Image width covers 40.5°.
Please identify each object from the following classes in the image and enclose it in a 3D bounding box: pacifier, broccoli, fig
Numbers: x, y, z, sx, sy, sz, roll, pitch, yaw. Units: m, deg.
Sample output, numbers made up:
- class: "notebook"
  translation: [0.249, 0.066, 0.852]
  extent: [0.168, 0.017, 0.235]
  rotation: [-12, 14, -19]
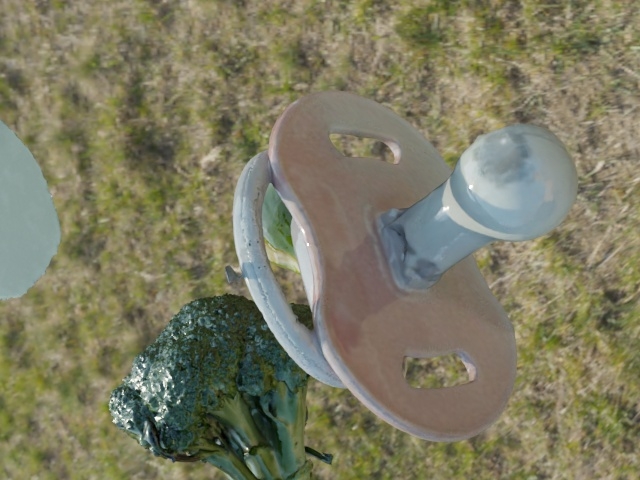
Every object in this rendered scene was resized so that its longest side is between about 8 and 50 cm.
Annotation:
- class: "pacifier"
  translation: [0.080, 0.001, 0.735]
  extent: [0.273, 0.220, 0.332]
  rotation: [-19, 68, 9]
- class: "broccoli"
  translation: [-0.100, 0.202, 1.129]
  extent: [0.303, 0.321, 0.283]
  rotation: [-26, 86, 2]
- class: "fig"
  translation: [0.000, 0.000, 1.476]
  extent: [0.206, 0.206, 0.275]
  rotation: [-46, 61, 36]

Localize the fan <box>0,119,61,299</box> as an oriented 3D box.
- class: "fan"
  translation: [-0.248, -0.090, 0.585]
  extent: [0.182, 0.010, 0.310]
  rotation: [23, 126, 7]
